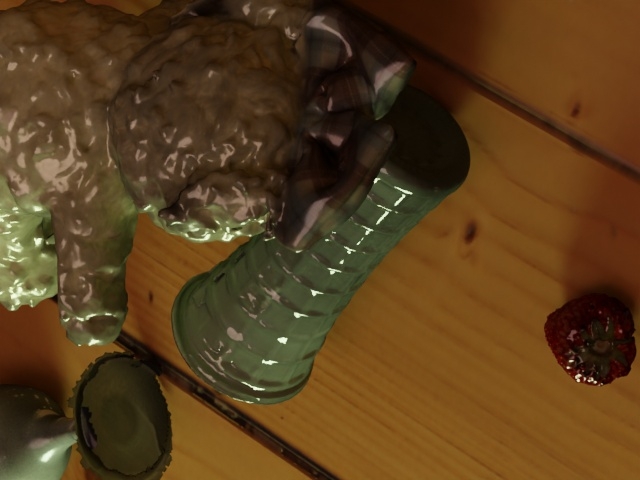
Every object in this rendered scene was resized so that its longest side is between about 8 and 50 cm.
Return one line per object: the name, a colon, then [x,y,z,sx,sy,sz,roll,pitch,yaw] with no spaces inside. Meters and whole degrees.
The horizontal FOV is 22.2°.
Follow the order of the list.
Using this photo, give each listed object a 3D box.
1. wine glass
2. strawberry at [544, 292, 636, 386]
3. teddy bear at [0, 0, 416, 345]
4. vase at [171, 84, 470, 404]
wine glass: [-0.297,0.207,1.707,0.321,0.143,0.143,-14,107,42]
strawberry: [0.212,0.076,1.296,0.073,0.073,0.083,66,169,-14]
teddy bear: [-0.100,-0.057,1.305,0.362,0.327,0.375,15,156,11]
vase: [0.000,0.000,1.358,0.143,0.143,0.299,45,131,7]
